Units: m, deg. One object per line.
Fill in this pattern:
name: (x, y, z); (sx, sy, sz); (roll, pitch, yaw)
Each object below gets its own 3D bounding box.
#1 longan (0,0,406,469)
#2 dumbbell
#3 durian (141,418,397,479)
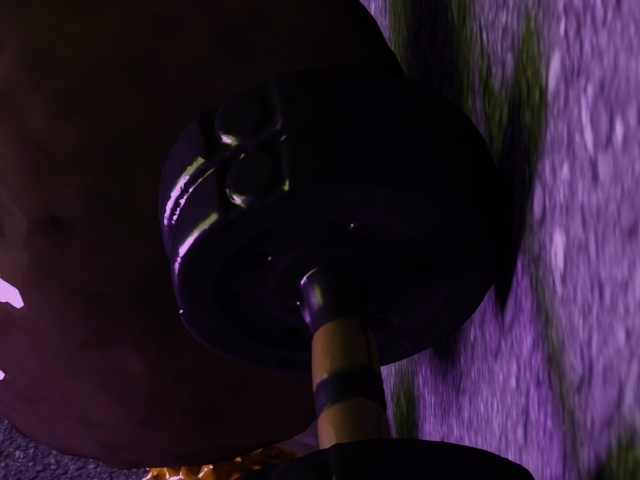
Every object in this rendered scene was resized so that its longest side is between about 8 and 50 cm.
longan: (-0.114, -0.031, 0.916); (0.391, 0.391, 0.391); (177, 90, -86)
dumbbell: (0.013, 0.077, 0.604); (0.185, 0.185, 0.388); (92, 173, -51)
durian: (-0.042, 0.203, 1.100); (0.183, 0.249, 0.138); (-31, 56, 59)
